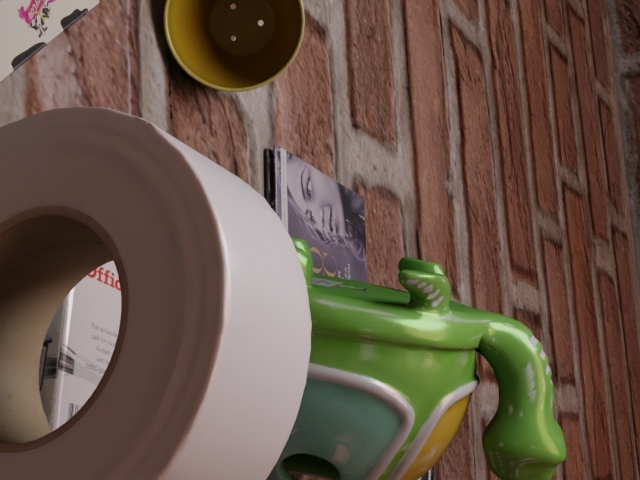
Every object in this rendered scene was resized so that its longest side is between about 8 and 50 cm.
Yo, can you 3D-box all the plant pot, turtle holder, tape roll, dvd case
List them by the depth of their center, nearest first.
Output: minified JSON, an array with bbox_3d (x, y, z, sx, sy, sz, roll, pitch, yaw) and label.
[{"bbox_3d":[-0.151,0.065,0.712,0.100,0.286,0.286,31,54,-57],"label":"tape roll"},{"bbox_3d":[0.045,0.128,1.068,0.320,0.243,0.227,9,93,-20],"label":"turtle holder"},{"bbox_3d":[-0.081,-0.215,1.133,0.095,0.134,0.134,-85,161,-81],"label":"plant pot"},{"bbox_3d":[0.000,0.000,1.316,0.221,0.018,0.164,25,60,-58],"label":"dvd case"}]

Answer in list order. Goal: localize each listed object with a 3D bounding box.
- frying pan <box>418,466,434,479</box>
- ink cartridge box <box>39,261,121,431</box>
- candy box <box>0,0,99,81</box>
[{"bbox_3d":[0.079,0.268,1.308,0.326,0.053,0.197,-38,120,-67],"label":"frying pan"},{"bbox_3d":[-0.179,0.112,0.861,0.139,0.082,0.191,34,51,-56],"label":"ink cartridge box"},{"bbox_3d":[-0.268,-0.238,0.816,0.233,0.071,0.159,67,30,-24],"label":"candy box"}]
